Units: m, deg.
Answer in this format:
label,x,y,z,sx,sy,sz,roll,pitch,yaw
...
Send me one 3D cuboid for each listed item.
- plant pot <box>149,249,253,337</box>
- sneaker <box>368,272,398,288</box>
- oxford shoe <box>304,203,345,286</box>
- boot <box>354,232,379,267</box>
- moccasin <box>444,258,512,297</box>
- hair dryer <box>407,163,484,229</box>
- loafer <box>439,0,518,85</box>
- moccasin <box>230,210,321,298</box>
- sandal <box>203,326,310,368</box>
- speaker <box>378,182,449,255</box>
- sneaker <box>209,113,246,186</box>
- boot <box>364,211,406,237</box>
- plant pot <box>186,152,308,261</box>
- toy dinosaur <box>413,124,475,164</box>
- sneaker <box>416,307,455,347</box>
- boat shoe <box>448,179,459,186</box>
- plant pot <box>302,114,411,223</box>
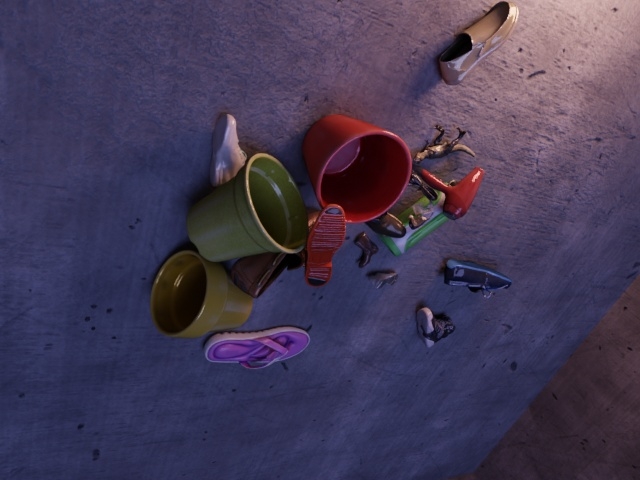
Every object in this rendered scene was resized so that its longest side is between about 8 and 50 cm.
label,x,y,z,sx,sy,sz,roll,pitch,yaw
plant pot,-0.343,0.179,1.333,0.254,0.254,0.239,-47,143,12
sneaker,0.248,0.145,1.701,0.152,0.061,0.054,-5,120,-46
oxford shoe,0.000,0.000,1.184,0.096,0.098,0.271,6,129,-15
boot,0.150,0.035,1.581,0.106,0.037,0.114,-51,133,-2
moccasin,0.662,0.164,1.866,0.341,0.138,0.117,15,103,-18
hair dryer,0.404,-0.172,1.428,0.293,0.080,0.224,-15,91,-3
loafer,0.446,-0.571,1.239,0.092,0.102,0.268,26,110,-43
moccasin,-0.093,0.037,1.327,0.380,0.147,0.139,-37,157,-40
sandal,-0.228,0.424,1.642,0.416,0.102,0.169,1,123,-26
speaker,0.353,-0.073,1.540,0.296,0.131,0.131,-37,131,3
sneaker,-0.241,-0.242,1.179,0.094,0.080,0.212,-4,135,-28
boot,0.195,-0.065,1.425,0.219,0.106,0.082,27,92,-7
plant pot,-0.211,-0.059,1.182,0.253,0.276,0.276,-20,135,25
toy dinosaur,0.416,-0.318,1.439,0.268,0.064,0.118,-11,134,-21
sneaker,0.522,0.368,1.960,0.153,0.101,0.269,-24,136,-8
boat shoe,0.523,-0.177,1.601,0.133,0.042,0.049,25,108,-38
plant pot,0.076,-0.222,1.225,0.274,0.243,0.275,-13,129,-17
